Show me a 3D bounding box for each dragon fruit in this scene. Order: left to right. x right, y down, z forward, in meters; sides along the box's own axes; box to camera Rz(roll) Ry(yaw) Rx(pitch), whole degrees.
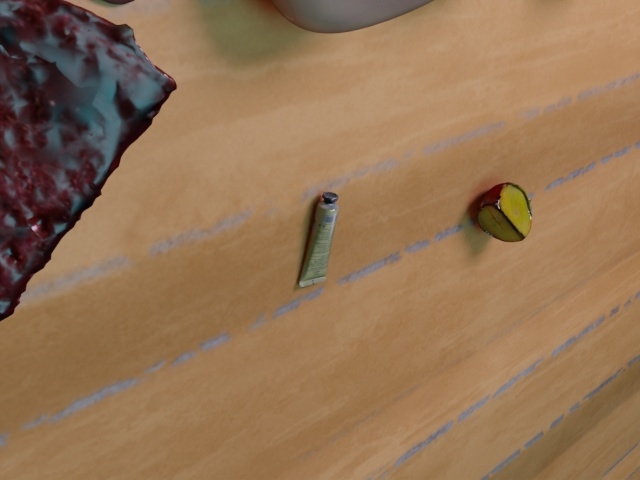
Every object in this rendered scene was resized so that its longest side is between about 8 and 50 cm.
[{"bbox_3d":[-0.255,-0.034,0.382,0.205,0.152,0.317,40,91,-28],"label":"dragon fruit"}]

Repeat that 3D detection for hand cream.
[{"bbox_3d":[0.000,0.000,0.728,0.035,0.022,0.102,-13,126,-40],"label":"hand cream"}]

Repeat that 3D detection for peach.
[{"bbox_3d":[0.227,-0.034,0.905,0.083,0.050,0.078,-15,99,-50],"label":"peach"}]

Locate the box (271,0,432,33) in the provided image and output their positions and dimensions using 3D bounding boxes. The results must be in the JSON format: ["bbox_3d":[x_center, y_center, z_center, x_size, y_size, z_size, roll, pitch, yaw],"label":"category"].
[{"bbox_3d":[0.043,-0.243,0.550,0.200,0.088,0.146,-24,130,-6],"label":"box"}]

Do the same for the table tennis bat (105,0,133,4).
[{"bbox_3d":[-0.149,-0.192,0.482,0.083,0.007,0.050,25,94,-50],"label":"table tennis bat"}]
